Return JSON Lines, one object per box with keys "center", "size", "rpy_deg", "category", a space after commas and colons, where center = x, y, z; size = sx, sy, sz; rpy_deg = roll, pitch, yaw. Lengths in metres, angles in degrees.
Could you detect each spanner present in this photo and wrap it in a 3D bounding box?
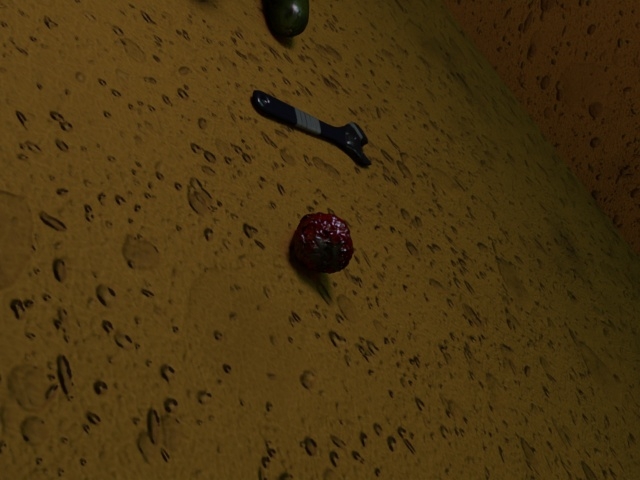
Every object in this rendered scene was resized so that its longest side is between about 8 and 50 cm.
{"center": [-0.006, -0.187, 1.432], "size": [0.316, 0.024, 0.087], "rpy_deg": [14, 51, -54], "category": "spanner"}

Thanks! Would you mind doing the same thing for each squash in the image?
{"center": [-0.073, -0.496, 1.640], "size": [0.087, 0.087, 0.331], "rpy_deg": [33, 30, -36], "category": "squash"}

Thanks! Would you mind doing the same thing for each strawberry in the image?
{"center": [0.000, 0.000, 1.146], "size": [0.083, 0.083, 0.096], "rpy_deg": [30, 27, -40], "category": "strawberry"}
